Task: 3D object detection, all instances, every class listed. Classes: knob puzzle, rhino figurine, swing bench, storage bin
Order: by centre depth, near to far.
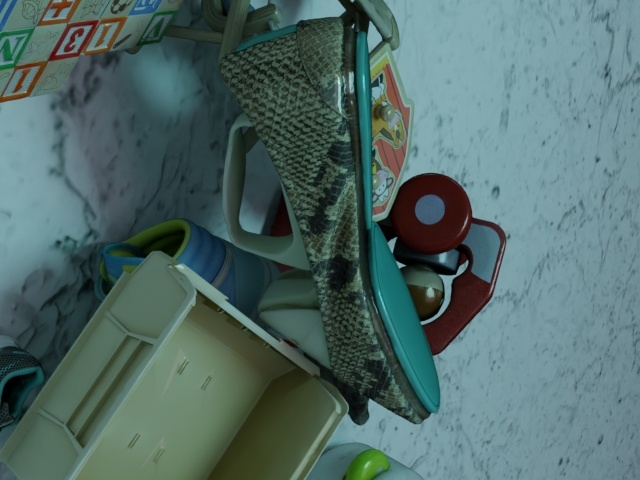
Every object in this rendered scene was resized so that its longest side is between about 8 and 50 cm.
[{"bbox_3d":[-0.136,0.188,1.111,0.262,0.123,0.260,42,78,-41],"label":"storage bin"},{"bbox_3d":[-0.042,-0.247,1.218,0.253,0.165,0.254,39,72,-52],"label":"swing bench"},{"bbox_3d":[0.054,-0.094,1.235,0.213,0.030,0.213,-26,125,-43],"label":"knob puzzle"},{"bbox_3d":[0.027,0.180,1.467,0.073,0.243,0.106,-2,100,-12],"label":"rhino figurine"}]

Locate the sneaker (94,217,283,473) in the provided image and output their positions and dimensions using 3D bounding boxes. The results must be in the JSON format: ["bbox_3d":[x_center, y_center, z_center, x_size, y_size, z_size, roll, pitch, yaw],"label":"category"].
[{"bbox_3d":[-0.196,0.116,1.201,0.208,0.127,0.319,38,78,-42],"label":"sneaker"}]

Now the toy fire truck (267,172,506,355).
[{"bbox_3d":[0.068,0.039,1.388,0.169,0.302,0.253,46,60,-76],"label":"toy fire truck"}]

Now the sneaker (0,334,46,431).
[{"bbox_3d":[-0.329,0.166,1.054,0.166,0.076,0.065,-57,142,-23],"label":"sneaker"}]

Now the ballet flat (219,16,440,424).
[{"bbox_3d":[0.000,0.000,1.143,0.164,0.182,0.482,-84,163,-55],"label":"ballet flat"}]

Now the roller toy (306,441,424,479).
[{"bbox_3d":[0.055,0.409,1.643,0.191,0.146,0.209,30,84,-46],"label":"roller toy"}]

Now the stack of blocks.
[{"bbox_3d":[-0.232,-0.217,0.954,0.171,0.087,0.297,-52,169,29],"label":"stack of blocks"}]
